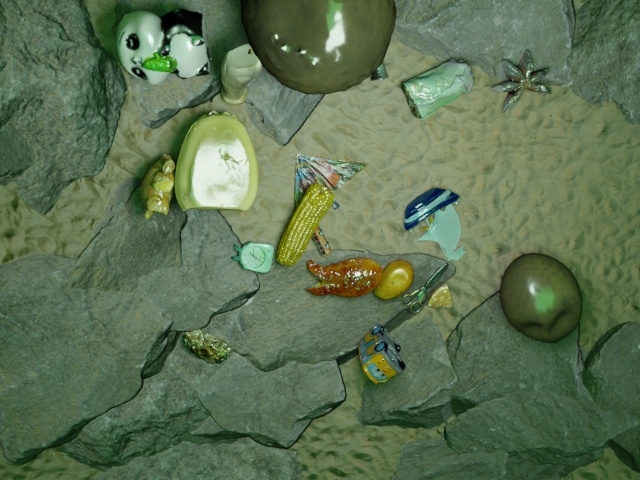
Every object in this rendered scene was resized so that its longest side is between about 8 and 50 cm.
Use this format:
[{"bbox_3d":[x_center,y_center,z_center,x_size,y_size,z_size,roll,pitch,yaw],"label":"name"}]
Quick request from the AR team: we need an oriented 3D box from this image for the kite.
[{"bbox_3d":[-0.002,-0.203,1.935,0.321,0.016,0.234,-39,106,2],"label":"kite"}]

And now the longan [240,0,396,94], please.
[{"bbox_3d":[-0.008,-0.616,1.627,0.436,0.404,0.403,5,104,-11],"label":"longan"}]

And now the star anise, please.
[{"bbox_3d":[0.667,-0.533,1.924,0.208,0.063,0.171,-21,106,-3],"label":"star anise"}]

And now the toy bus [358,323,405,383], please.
[{"bbox_3d":[0.206,0.407,2.038,0.136,0.209,0.126,-37,109,13],"label":"toy bus"}]

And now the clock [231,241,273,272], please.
[{"bbox_3d":[-0.229,0.049,1.952,0.135,0.041,0.101,10,104,-11],"label":"clock"}]

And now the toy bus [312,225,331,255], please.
[{"bbox_3d":[0.000,0.000,1.981,0.043,0.031,0.110,-26,108,6],"label":"toy bus"}]

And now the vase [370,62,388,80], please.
[{"bbox_3d":[0.173,-0.593,1.831,0.059,0.059,0.166,-14,107,-5],"label":"vase"}]

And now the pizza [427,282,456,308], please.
[{"bbox_3d":[0.433,0.214,2.113,0.099,0.029,0.100,-22,105,6],"label":"pizza"}]

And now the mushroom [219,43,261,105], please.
[{"bbox_3d":[-0.245,-0.492,1.705,0.108,0.247,0.096,5,73,-19],"label":"mushroom"}]

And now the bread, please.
[{"bbox_3d":[0.082,0.131,1.998,0.269,0.095,0.139,-3,98,-4],"label":"bread"}]

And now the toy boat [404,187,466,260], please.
[{"bbox_3d":[0.426,-0.038,2.024,0.221,0.067,0.291,-35,110,1],"label":"toy boat"}]

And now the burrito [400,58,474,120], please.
[{"bbox_3d":[0.388,-0.497,1.879,0.229,0.089,0.143,-29,110,2],"label":"burrito"}]

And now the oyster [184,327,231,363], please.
[{"bbox_3d":[-0.398,0.368,2.010,0.105,0.056,0.177,-39,112,11],"label":"oyster"}]

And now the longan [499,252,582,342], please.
[{"bbox_3d":[0.778,0.204,2.044,0.288,0.288,0.350,-37,118,2],"label":"longan"}]

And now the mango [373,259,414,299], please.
[{"bbox_3d":[0.264,0.144,2.032,0.115,0.089,0.164,21,105,-14],"label":"mango"}]

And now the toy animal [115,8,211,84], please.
[{"bbox_3d":[-0.450,-0.556,1.664,0.267,0.212,0.212,-12,107,-9],"label":"toy animal"}]

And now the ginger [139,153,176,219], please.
[{"bbox_3d":[-0.503,-0.162,1.798,0.102,0.157,0.216,12,107,-36],"label":"ginger"}]

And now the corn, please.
[{"bbox_3d":[-0.060,-0.047,1.911,0.102,0.102,0.312,27,102,-15],"label":"corn"}]

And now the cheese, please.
[{"bbox_3d":[-0.313,-0.242,1.792,0.260,0.128,0.315,2,95,-29],"label":"cheese"}]

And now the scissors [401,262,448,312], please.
[{"bbox_3d":[0.387,0.164,2.095,0.088,0.017,0.220,40,96,-13],"label":"scissors"}]
